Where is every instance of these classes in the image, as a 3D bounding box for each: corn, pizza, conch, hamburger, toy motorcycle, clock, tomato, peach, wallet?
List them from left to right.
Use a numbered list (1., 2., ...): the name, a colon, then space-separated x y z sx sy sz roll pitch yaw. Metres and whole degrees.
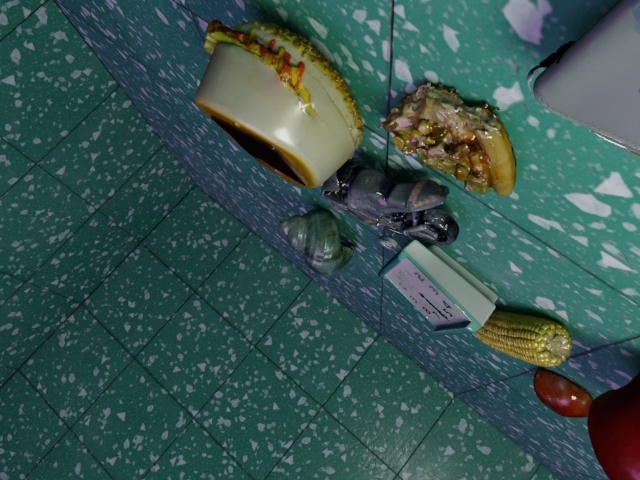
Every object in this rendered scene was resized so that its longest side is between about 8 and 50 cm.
1. hamburger: -0.060 -0.219 0.792 0.276 0.179 0.294 33 175 35
2. conch: 0.000 0.000 1.480 0.277 0.196 0.220 19 -153 -22
3. toy motorcycle: 0.108 -0.074 0.902 0.307 0.108 0.173 19 160 37
4. clock: 0.264 0.104 1.130 0.231 0.116 0.262 45 168 7
5. pizza: 0.159 -0.136 0.657 0.226 0.069 0.147 36 170 25
6. corn: 0.411 0.196 1.012 0.093 0.093 0.244 43 172 -8
7. tomato: 0.590 0.390 1.203 0.155 0.069 0.155 39 169 9
8. peach: 0.533 0.324 0.749 0.243 0.199 0.244 162 90 -81
9. wallet: 0.267 -0.128 0.326 0.170 0.070 0.231 24 172 -1
